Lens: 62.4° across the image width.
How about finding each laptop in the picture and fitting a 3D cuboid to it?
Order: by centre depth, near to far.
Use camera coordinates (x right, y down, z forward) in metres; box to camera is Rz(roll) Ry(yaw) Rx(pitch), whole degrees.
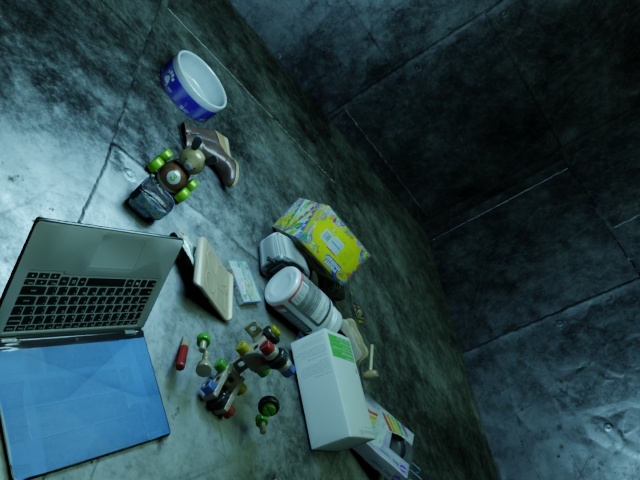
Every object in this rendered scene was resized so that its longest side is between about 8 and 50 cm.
[{"bbox_3d":[-0.432,0.205,1.092,0.236,0.408,0.382,32,10,27],"label":"laptop"}]

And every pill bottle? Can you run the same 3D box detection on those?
[{"bbox_3d":[-0.056,0.237,1.925,0.283,0.161,0.161,46,26,-32],"label":"pill bottle"}]

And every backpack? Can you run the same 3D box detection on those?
[{"bbox_3d":[-0.489,-0.115,1.537,0.114,0.084,0.105,46,26,-20],"label":"backpack"}]

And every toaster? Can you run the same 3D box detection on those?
[{"bbox_3d":[-0.146,0.071,1.988,0.227,0.129,0.147,36,29,-42],"label":"toaster"}]

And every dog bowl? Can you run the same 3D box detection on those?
[{"bbox_3d":[-0.499,-0.610,2.093,0.265,0.104,0.265,46,26,-31],"label":"dog bowl"}]

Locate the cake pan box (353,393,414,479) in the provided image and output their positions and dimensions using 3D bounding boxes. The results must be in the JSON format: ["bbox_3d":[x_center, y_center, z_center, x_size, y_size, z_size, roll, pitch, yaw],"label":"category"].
[{"bbox_3d":[0.225,0.733,1.952,0.267,0.070,0.246,42,25,1],"label":"cake pan box"}]

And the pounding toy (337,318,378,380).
[{"bbox_3d":[0.110,0.430,2.050,0.154,0.154,0.270,10,53,-62],"label":"pounding toy"}]

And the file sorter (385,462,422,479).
[{"bbox_3d":[0.316,0.921,1.956,0.118,0.104,0.170,48,25,-29],"label":"file sorter"}]

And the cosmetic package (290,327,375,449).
[{"bbox_3d":[0.039,0.510,1.797,0.197,0.155,0.366,33,35,-54],"label":"cosmetic package"}]

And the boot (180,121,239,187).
[{"bbox_3d":[-0.419,-0.316,1.971,0.206,0.090,0.249,10,54,-47],"label":"boot"}]

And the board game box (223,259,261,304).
[{"bbox_3d":[-0.262,0.142,1.781,0.103,0.026,0.154,10,54,-62],"label":"board game box"}]

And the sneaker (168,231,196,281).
[{"bbox_3d":[-0.393,0.045,1.583,0.075,0.057,0.161,-8,67,-60],"label":"sneaker"}]

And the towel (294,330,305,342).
[{"bbox_3d":[-0.069,0.370,1.934,0.060,0.009,0.083,55,23,-11],"label":"towel"}]

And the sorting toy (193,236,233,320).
[{"bbox_3d":[-0.328,0.120,1.609,0.208,0.038,0.193,62,15,-45],"label":"sorting toy"}]

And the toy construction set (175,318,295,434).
[{"bbox_3d":[-0.234,0.320,1.454,0.308,0.258,0.237,26,15,-17],"label":"toy construction set"}]

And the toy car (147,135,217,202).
[{"bbox_3d":[-0.424,-0.243,1.694,0.155,0.188,0.149,52,24,-19],"label":"toy car"}]

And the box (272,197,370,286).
[{"bbox_3d":[0.000,0.000,2.148,0.290,0.177,0.279,48,-11,-26],"label":"box"}]

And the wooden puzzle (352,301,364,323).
[{"bbox_3d":[0.182,0.340,2.497,0.078,0.014,0.116,22,43,-57],"label":"wooden puzzle"}]

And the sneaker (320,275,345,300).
[{"bbox_3d":[0.046,0.145,2.360,0.130,0.108,0.287,45,32,-54],"label":"sneaker"}]
